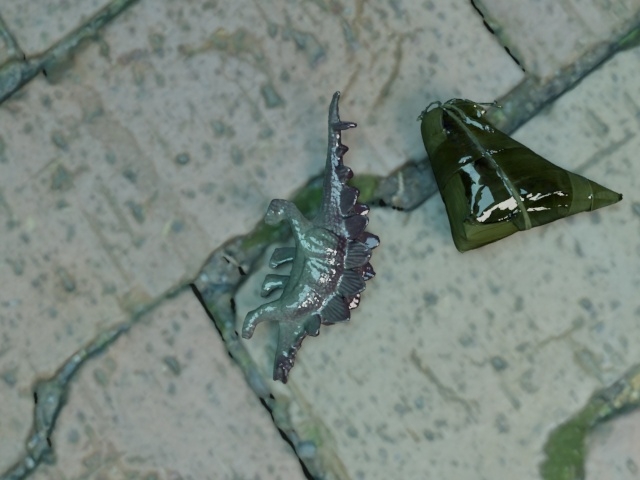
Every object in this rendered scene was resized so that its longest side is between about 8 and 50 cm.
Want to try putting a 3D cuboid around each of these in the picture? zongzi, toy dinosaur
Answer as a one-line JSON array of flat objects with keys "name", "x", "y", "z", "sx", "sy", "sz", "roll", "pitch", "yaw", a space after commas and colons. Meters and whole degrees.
[{"name": "zongzi", "x": 0.135, "y": -0.059, "z": 1.291, "sx": 0.119, "sy": 0.055, "sz": 0.109, "roll": -17, "pitch": 72, "yaw": -3}, {"name": "toy dinosaur", "x": 0.001, "y": 0.000, "z": 1.310, "sx": 0.082, "sy": 0.039, "sz": 0.209, "roll": 10, "pitch": 91, "yaw": 12}]
